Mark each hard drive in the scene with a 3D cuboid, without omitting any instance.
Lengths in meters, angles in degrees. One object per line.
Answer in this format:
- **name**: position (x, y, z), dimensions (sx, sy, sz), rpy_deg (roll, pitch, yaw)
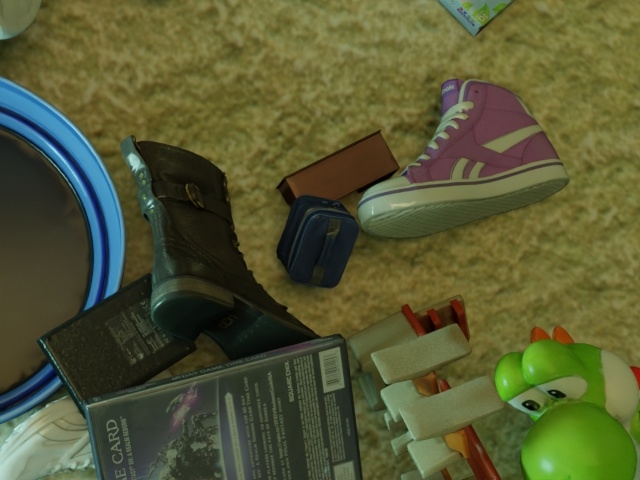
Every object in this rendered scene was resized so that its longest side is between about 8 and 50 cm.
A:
- **hard drive**: position (-0.205, 0.106, 1.368), dimensions (0.135, 0.022, 0.094), rpy_deg (-32, 90, -27)

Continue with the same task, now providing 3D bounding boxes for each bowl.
- **bowl**: position (-0.401, 0.011, 1.406), dimensions (0.391, 0.077, 0.391), rpy_deg (3, 75, -12)

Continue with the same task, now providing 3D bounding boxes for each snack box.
- **snack box**: position (0.175, -0.332, 1.641), dimensions (0.100, 0.037, 0.141), rpy_deg (-43, 87, -18)

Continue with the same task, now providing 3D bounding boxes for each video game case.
- **video game case**: position (-0.092, 0.219, 1.385), dimensions (0.274, 0.026, 0.196), rpy_deg (-13, 109, -17)

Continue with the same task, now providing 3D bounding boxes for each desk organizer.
- **desk organizer**: position (0.021, -0.072, 1.533), dimensions (0.130, 0.047, 0.050), rpy_deg (-27, 85, -17)

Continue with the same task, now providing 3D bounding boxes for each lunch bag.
- **lunch bag**: position (0.000, 0.000, 1.473), dimensions (0.067, 0.065, 0.098), rpy_deg (8, 114, -25)

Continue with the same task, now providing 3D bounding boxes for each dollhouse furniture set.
- **dollhouse furniture set**: position (0.136, 0.180, 1.389), dimensions (0.135, 0.262, 0.259), rpy_deg (-21, 43, -6)

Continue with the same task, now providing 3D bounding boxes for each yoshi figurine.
- **yoshi figurine**: position (0.310, 0.227, 1.371), dimensions (0.362, 0.203, 0.203), rpy_deg (29, 99, -35)

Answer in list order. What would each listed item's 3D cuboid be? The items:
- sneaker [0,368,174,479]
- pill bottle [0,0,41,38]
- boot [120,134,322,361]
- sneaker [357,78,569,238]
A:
- **sneaker**: position (-0.234, 0.204, 1.385), dimensions (0.232, 0.090, 0.115), rpy_deg (-36, 88, -17)
- **pill bottle**: position (-0.453, -0.290, 1.395), dimensions (0.301, 0.169, 0.169), rpy_deg (2, 73, 13)
- **boot**: position (-0.099, 0.012, 1.447), dimensions (0.263, 0.091, 0.229), rpy_deg (32, 35, -43)
- **sneaker**: position (0.137, -0.099, 1.530), dimensions (0.282, 0.102, 0.161), rpy_deg (-14, 74, -35)
